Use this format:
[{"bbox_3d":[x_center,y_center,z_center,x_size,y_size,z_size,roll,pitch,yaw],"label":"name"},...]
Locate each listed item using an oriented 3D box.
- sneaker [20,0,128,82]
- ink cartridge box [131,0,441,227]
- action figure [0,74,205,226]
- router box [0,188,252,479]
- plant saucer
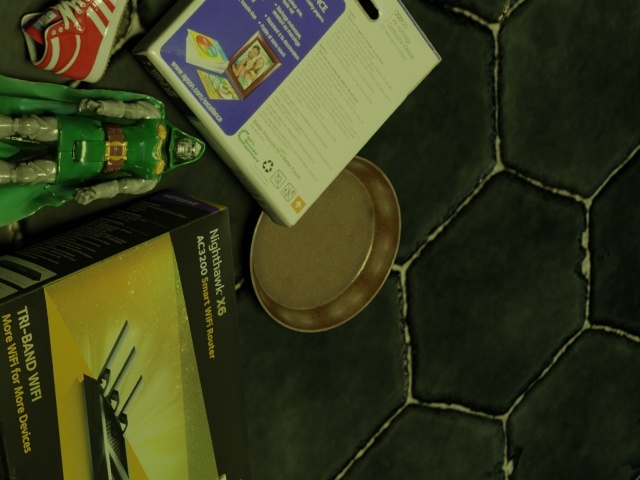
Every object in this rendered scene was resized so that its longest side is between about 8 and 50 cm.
[{"bbox_3d":[-0.184,-0.180,1.035,0.067,0.042,0.118,5,106,-42],"label":"sneaker"},{"bbox_3d":[-0.022,-0.154,1.149,0.208,0.045,0.206,-48,122,-15],"label":"ink cartridge box"},{"bbox_3d":[-0.189,-0.072,1.063,0.232,0.063,0.137,-6,107,-40],"label":"action figure"},{"bbox_3d":[-0.173,0.142,1.109,0.243,0.081,0.309,-27,122,-42],"label":"router box"},{"bbox_3d":[0.000,0.000,1.252,0.168,0.029,0.168,-13,114,-32],"label":"plant saucer"}]
